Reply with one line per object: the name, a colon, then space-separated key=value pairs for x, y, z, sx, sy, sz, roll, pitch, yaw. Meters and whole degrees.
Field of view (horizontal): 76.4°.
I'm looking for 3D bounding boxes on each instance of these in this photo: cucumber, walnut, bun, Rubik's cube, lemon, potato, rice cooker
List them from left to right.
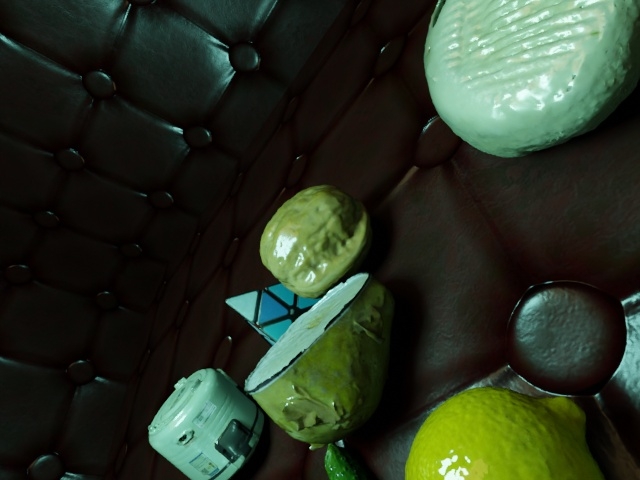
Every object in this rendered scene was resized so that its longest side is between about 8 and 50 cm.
rice cooker: x=-0.260 y=0.446 z=0.975 sx=0.226 sy=0.244 sz=0.226 roll=-39 pitch=11 yaw=9
Rubik's cube: x=-0.102 y=0.147 z=0.948 sx=0.284 sy=0.234 sz=0.250 roll=12 pitch=77 yaw=62
walnut: x=0.000 y=0.000 z=0.897 sx=0.257 sy=0.224 sz=0.257 roll=-26 pitch=36 yaw=21
potato: x=0.034 y=0.219 z=0.730 sx=0.300 sy=0.196 sz=0.246 roll=-44 pitch=6 yaw=-22
cucumber: x=0.059 y=0.401 z=0.645 sx=0.069 sy=0.069 sz=0.227 roll=-63 pitch=26 yaw=3
lemon: x=0.183 y=0.259 z=0.424 sx=0.244 sy=0.187 sz=0.187 roll=-53 pitch=29 yaw=1
bun: x=0.330 y=-0.299 z=0.613 sx=0.360 sy=0.211 sz=0.359 roll=-26 pitch=57 yaw=50
